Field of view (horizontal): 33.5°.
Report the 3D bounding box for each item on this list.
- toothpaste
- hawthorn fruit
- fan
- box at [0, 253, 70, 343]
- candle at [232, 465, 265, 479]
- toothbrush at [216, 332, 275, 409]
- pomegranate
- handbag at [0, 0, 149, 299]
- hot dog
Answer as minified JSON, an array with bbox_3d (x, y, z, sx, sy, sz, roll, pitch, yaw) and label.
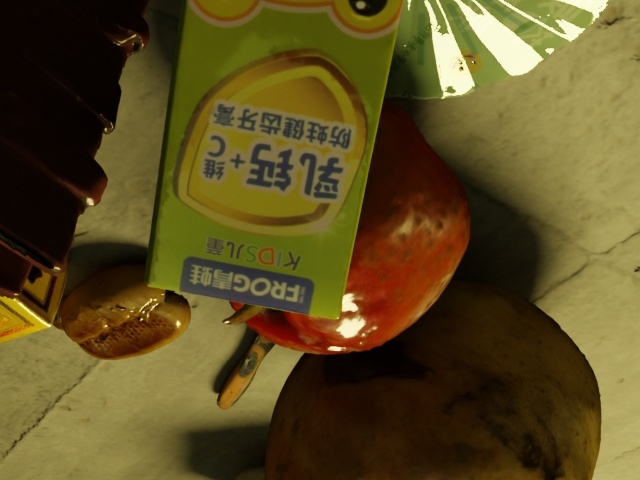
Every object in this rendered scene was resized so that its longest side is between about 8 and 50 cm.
[{"bbox_3d":[-0.012,-0.123,0.550,0.110,0.077,0.327,10,109,-2],"label":"toothpaste"},{"bbox_3d":[0.000,0.000,0.716,0.179,0.200,0.179,19,134,20],"label":"hawthorn fruit"},{"bbox_3d":[0.106,-0.153,0.669,0.131,0.009,0.240,26,137,-26],"label":"fan"},{"bbox_3d":[-0.374,-0.016,0.844,0.193,0.084,0.301,-18,135,27],"label":"box"},{"bbox_3d":[-0.026,0.332,1.141,0.330,0.187,0.187,-10,138,21],"label":"candle"},{"bbox_3d":[-0.044,0.080,0.956,0.023,0.031,0.321,39,138,6],"label":"toothbrush"},{"bbox_3d":[0.088,0.168,0.856,0.281,0.281,0.281,4,141,3],"label":"pomegranate"},{"bbox_3d":[-0.217,-0.133,0.542,0.084,0.260,0.275,-28,131,32],"label":"handbag"},{"bbox_3d":[-0.179,0.064,0.940,0.140,0.060,0.090,-29,126,27],"label":"hot dog"}]
